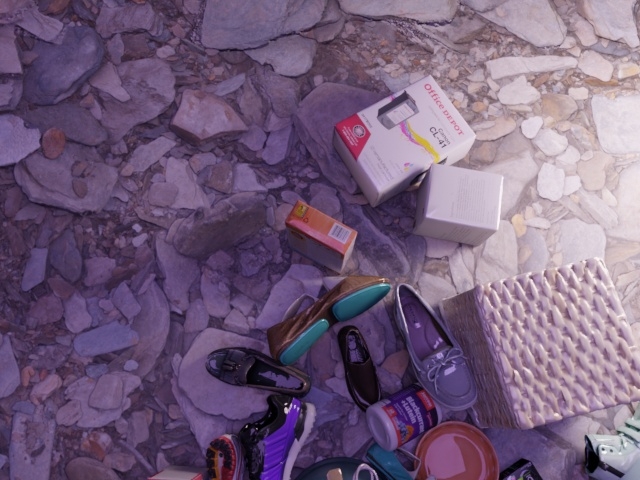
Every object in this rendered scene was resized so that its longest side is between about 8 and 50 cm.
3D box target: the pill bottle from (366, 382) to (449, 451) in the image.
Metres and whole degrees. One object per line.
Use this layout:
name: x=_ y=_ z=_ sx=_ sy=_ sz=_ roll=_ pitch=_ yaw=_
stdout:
pill bottle: x=0.212 y=0.397 z=1.200 sx=0.193 sy=0.108 sz=0.108 roll=-19 pitch=75 yaw=-24

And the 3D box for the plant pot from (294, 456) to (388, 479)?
plant pot: x=0.049 y=0.633 z=1.104 sx=0.293 sy=0.196 sz=0.293 roll=0 pitch=75 yaw=0

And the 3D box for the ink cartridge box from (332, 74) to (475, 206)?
ink cartridge box: x=0.216 y=-0.266 z=1.382 sx=0.306 sy=0.131 sz=0.226 roll=-30 pitch=77 yaw=-7

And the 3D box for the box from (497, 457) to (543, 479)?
box: x=0.464 y=0.558 z=1.202 sx=0.083 sy=0.052 sz=0.062 roll=-30 pitch=77 yaw=-9

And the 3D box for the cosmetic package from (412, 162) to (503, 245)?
cosmetic package: x=0.347 y=-0.088 z=1.324 sx=0.183 sy=0.151 sz=0.151 roll=11 pitch=75 yaw=1

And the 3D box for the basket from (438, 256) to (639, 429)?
basket: x=0.492 y=0.241 z=1.181 sx=0.328 sy=0.266 sz=0.331 roll=-13 pitch=77 yaw=-5

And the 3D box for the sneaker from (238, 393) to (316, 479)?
sneaker: x=-0.132 y=0.484 z=1.167 sx=0.146 sy=0.102 sz=0.293 roll=32 pitch=67 yaw=-21

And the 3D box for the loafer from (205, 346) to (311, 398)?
loafer: x=-0.151 y=0.314 z=1.245 sx=0.267 sy=0.084 sz=0.096 roll=13 pitch=75 yaw=3

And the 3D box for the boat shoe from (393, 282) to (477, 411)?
boat shoe: x=0.254 y=0.240 z=1.198 sx=0.118 sy=0.103 sz=0.320 roll=-23 pitch=49 yaw=1

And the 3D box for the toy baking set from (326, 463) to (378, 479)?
toy baking set: x=0.112 y=0.557 z=1.013 sx=0.256 sy=0.030 sz=0.197 roll=22 pitch=64 yaw=-5

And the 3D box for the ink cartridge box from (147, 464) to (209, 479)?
ink cartridge box: x=-0.315 y=0.626 z=1.114 sx=0.100 sy=0.172 sz=0.237 roll=3 pitch=75 yaw=2

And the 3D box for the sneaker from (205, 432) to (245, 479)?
sneaker: x=-0.205 y=0.552 z=1.181 sx=0.088 sy=0.093 sz=0.225 roll=4 pitch=92 yaw=19

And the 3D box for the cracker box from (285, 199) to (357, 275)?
cracker box: x=0.000 y=0.000 z=1.254 sx=0.155 sy=0.232 sz=0.067 roll=29 pitch=75 yaw=7

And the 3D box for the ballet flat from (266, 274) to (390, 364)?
ballet flat: x=0.008 y=0.166 z=1.286 sx=0.342 sy=0.116 sz=0.124 roll=-36 pitch=53 yaw=-5

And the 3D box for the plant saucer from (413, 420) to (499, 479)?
plant saucer: x=0.316 y=0.529 z=1.217 sx=0.200 sy=0.037 sz=0.200 roll=0 pitch=74 yaw=0

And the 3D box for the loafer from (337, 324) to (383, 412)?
loafer: x=0.093 y=0.311 z=1.251 sx=0.080 sy=0.078 sz=0.220 roll=-20 pitch=76 yaw=-6

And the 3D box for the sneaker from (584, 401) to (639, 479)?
sneaker: x=0.710 y=0.455 z=1.207 sx=0.151 sy=0.094 sz=0.256 roll=24 pitch=78 yaw=0

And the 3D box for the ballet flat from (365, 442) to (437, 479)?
ballet flat: x=0.208 y=0.538 z=1.153 sx=0.087 sy=0.083 sz=0.247 roll=-43 pitch=53 yaw=-11
